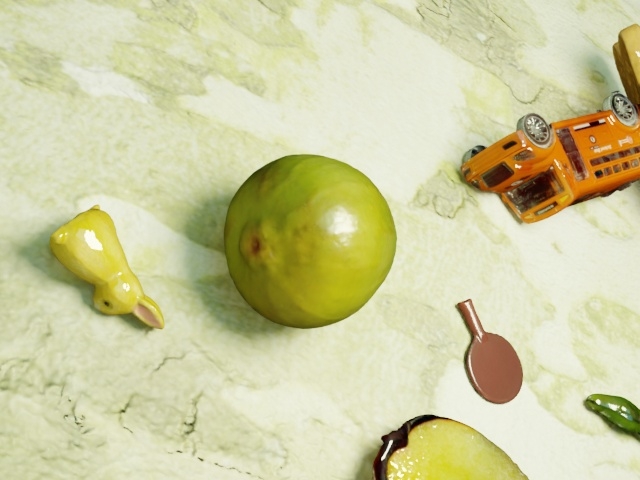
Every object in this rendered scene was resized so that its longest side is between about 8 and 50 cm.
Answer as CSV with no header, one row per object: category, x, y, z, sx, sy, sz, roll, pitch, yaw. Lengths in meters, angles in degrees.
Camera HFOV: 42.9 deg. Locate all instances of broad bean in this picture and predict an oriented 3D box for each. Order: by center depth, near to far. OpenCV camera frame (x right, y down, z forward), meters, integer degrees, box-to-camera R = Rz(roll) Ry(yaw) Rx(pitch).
broad bean,0.478,0.279,1.212,0.195,0.046,0.061,43,52,-8

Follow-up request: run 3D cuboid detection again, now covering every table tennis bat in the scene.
table tennis bat,0.235,0.155,1.148,0.098,0.019,0.154,-20,81,-34

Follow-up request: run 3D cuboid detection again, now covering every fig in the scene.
fig,-0.009,-0.004,0.980,0.207,0.207,0.230,51,25,0

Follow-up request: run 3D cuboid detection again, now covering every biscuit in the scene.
biscuit,0.579,-0.190,1.383,0.275,0.052,0.355,4,67,-74

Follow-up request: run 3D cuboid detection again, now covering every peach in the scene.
peach,0.175,0.324,1.009,0.279,0.068,0.189,32,48,-11

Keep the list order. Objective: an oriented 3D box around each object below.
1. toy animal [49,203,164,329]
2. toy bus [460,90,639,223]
toy animal,-0.233,0.044,0.906,0.159,0.070,0.083,55,13,-12
toy bus,0.383,-0.124,1.282,0.329,0.143,0.153,-15,79,-36
